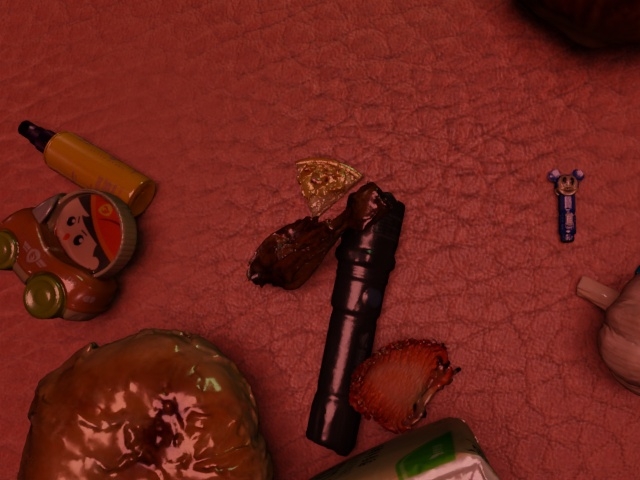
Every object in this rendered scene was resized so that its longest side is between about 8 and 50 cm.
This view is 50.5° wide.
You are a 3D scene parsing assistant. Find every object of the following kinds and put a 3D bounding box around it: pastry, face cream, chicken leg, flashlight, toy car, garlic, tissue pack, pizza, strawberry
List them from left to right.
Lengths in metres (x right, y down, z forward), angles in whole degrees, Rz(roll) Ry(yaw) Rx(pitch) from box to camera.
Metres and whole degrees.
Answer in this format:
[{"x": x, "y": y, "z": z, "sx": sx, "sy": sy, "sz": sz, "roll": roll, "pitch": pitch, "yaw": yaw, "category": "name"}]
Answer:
[{"x": -0.416, "y": 0.005, "z": 1.148, "sx": 0.235, "sy": 0.145, "sz": 0.234, "roll": -1, "pitch": 86, "yaw": 14, "category": "toy car"}, {"x": -0.427, "y": -0.139, "z": 1.213, "sx": 0.274, "sy": 0.078, "sz": 0.078, "roll": 30, "pitch": 88, "yaw": 11, "category": "face cream"}, {"x": -0.262, "y": 0.338, "z": 1.039, "sx": 0.410, "sy": 0.245, "sz": 0.409, "roll": -1, "pitch": 81, "yaw": 5, "category": "pastry"}, {"x": 0.000, "y": 0.000, "z": 1.062, "sx": 0.304, "sy": 0.093, "sz": 0.113, "roll": -28, "pitch": 39, "yaw": 42, "category": "chicken leg"}, {"x": 0.008, "y": -0.089, "z": 1.168, "sx": 0.123, "sy": 0.026, "sz": 0.108, "roll": 12, "pitch": 87, "yaw": 9, "category": "pizza"}, {"x": 0.053, "y": 0.129, "z": 1.096, "sx": 0.103, "sy": 0.103, "sz": 0.423, "roll": 10, "pitch": 84, "yaw": 10, "category": "flashlight"}, {"x": 0.093, "y": 0.389, "z": 0.901, "sx": 0.332, "sy": 0.405, "sz": 0.205, "roll": -26, "pitch": 76, "yaw": 4, "category": "tissue pack"}, {"x": 0.111, "y": 0.199, "z": 1.044, "sx": 0.087, "sy": 0.208, "sz": 0.167, "roll": 28, "pitch": 78, "yaw": 47, "category": "strawberry"}, {"x": 0.400, "y": -0.058, "z": 1.099, "sx": 0.057, "sy": 0.035, "sz": 0.121, "roll": 1, "pitch": 82, "yaw": 8, "category": "flashlight"}, {"x": 0.482, "y": 0.116, "z": 1.018, "sx": 0.218, "sy": 0.219, "sz": 0.212, "roll": -53, "pitch": 38, "yaw": -1, "category": "garlic"}]

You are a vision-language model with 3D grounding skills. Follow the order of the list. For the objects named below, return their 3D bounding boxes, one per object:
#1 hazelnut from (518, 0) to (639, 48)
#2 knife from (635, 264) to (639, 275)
[{"x": 0.467, "y": -0.493, "z": 1.005, "sx": 0.421, "sy": 0.353, "sz": 0.420, "roll": 11, "pitch": 117, "yaw": 22, "category": "hazelnut"}, {"x": 0.647, "y": 0.062, "z": 1.053, "sx": 0.297, "sy": 0.026, "sz": 0.044, "roll": 6, "pitch": 80, "yaw": 12, "category": "knife"}]
